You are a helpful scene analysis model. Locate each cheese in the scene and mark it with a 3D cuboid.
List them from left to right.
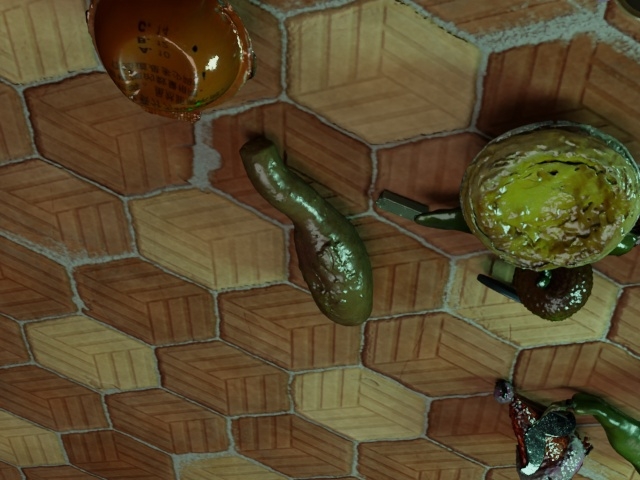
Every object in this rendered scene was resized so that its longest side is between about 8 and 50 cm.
[{"bbox_3d":[-0.177,-0.271,1.574,0.217,0.129,0.329,12,134,9],"label":"cheese"}]

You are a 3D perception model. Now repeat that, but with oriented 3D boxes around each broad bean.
[{"bbox_3d":[0.296,-0.022,1.812,0.339,0.061,0.077,8,157,9],"label":"broad bean"},{"bbox_3d":[0.503,0.334,2.250,0.318,0.056,0.098,29,123,-21],"label":"broad bean"}]

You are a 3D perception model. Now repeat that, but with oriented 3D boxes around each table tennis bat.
[{"bbox_3d":[0.291,0.081,1.964,0.155,0.019,0.100,21,-173,-41],"label":"table tennis bat"}]

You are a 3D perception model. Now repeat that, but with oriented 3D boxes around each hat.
[{"bbox_3d":[0.364,0.317,2.263,0.140,0.129,0.227,-34,114,-2],"label":"hat"}]

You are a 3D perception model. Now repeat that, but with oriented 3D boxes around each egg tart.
[{"bbox_3d":[0.291,-0.063,1.704,0.234,0.094,0.234,3,131,4],"label":"egg tart"}]

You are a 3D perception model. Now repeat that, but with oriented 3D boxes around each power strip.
[{"bbox_3d":[0.118,-0.045,1.884,0.083,0.017,0.027,21,146,-9],"label":"power strip"}]

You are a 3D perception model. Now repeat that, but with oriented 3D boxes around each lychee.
[{"bbox_3d":[0.326,0.056,1.867,0.114,0.114,0.146,-3,167,24],"label":"lychee"}]

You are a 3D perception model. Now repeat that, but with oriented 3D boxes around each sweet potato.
[{"bbox_3d":[0.000,0.000,1.922,0.109,0.109,0.385,-4,137,25],"label":"sweet potato"}]

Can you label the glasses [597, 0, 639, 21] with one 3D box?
[{"bbox_3d":[0.328,-0.341,1.367,0.190,0.088,0.220,18,126,-4],"label":"glasses"}]
